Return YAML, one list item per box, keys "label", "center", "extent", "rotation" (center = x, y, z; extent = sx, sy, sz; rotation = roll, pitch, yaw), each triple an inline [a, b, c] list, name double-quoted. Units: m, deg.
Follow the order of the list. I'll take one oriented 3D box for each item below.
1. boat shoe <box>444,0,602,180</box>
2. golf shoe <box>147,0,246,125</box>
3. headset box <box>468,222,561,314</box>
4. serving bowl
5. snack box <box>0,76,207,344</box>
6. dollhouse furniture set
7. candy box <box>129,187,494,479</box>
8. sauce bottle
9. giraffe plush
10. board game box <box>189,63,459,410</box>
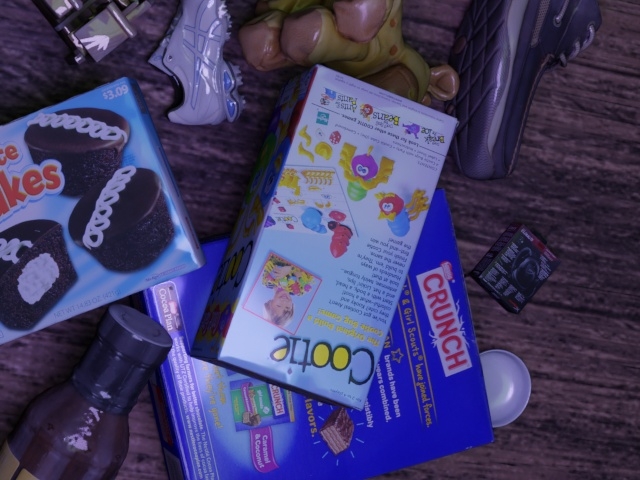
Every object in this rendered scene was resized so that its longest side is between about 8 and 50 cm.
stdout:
- label: "boat shoe"
  center: [0.222, -0.230, 1.741]
  extent: [0.130, 0.132, 0.355]
  rotation: [11, 92, -18]
- label: "golf shoe"
  center: [-0.128, -0.197, 1.669]
  extent: [0.086, 0.069, 0.176]
  rotation: [-11, 97, -10]
- label: "headset box"
  center: [0.208, 0.026, 1.809]
  extent: [0.062, 0.032, 0.083]
  rotation: [42, 81, -17]
- label: "serving bowl"
  center: [0.180, 0.154, 1.813]
  extent: [0.083, 0.027, 0.083]
  rotation: [-1, 95, -17]
- label: "snack box"
  center: [-0.287, -0.006, 1.571]
  extent: [0.322, 0.060, 0.187]
  rotation: [-21, 91, 6]
- label: "dollhouse furniture set"
  center: [-0.236, -0.264, 1.578]
  extent: [0.101, 0.161, 0.182]
  rotation: [-41, 106, -11]
- label: "candy box"
  center: [-0.011, 0.109, 1.700]
  extent: [0.317, 0.122, 0.268]
  rotation: [-13, 96, -15]
- label: "sauce bottle"
  center: [-0.249, 0.219, 1.596]
  extent: [0.111, 0.111, 0.344]
  rotation: [29, 103, -17]
- label: "giraffe plush"
  center: [0.042, -0.181, 1.692]
  extent: [0.210, 0.181, 0.170]
  rotation: [-47, 121, -44]
- label: "board game box"
  center: [0.000, 0.000, 1.565]
  extent: [0.144, 0.142, 0.275]
  rotation: [21, 82, -13]
